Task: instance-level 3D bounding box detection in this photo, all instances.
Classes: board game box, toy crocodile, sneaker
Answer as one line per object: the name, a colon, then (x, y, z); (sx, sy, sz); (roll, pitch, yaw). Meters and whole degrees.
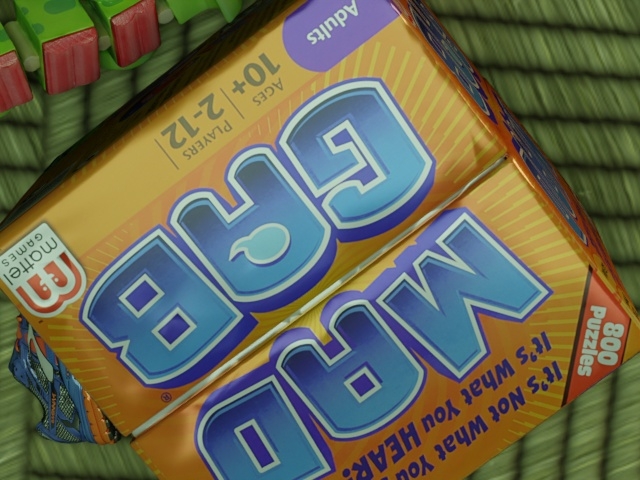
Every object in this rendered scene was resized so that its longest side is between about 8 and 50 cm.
board game box: (0.000, 0.000, 1.486); (0.356, 0.356, 0.356); (-37, 100, 10)
toy crocodile: (-0.230, -0.166, 1.534); (0.340, 0.105, 0.115); (-23, 145, -14)
sneaker: (-0.250, 0.091, 1.660); (0.087, 0.083, 0.221); (-15, 100, 13)
